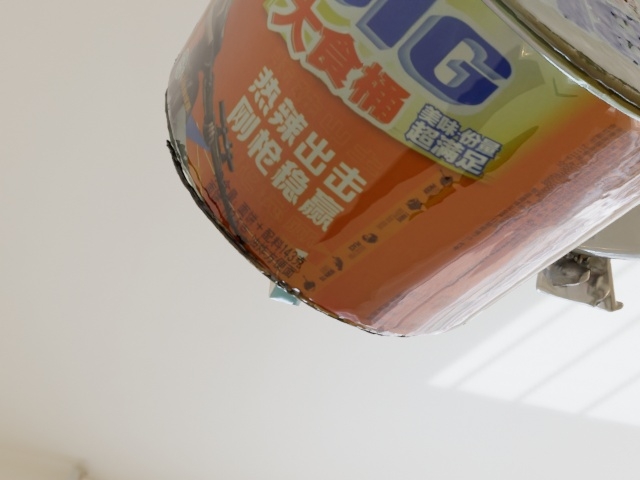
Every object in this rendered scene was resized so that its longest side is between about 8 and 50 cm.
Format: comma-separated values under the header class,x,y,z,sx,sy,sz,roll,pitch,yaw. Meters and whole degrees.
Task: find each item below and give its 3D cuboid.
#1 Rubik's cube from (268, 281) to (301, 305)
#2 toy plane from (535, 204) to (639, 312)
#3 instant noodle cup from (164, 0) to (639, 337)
class,x,y,z,sx,sy,sz,roll,pitch,yaw
Rubik's cube,0.001,0.002,0.782,0.073,0.084,0.075,12,-102,-61
toy plane,0.261,-0.041,1.171,0.117,0.245,0.244,-42,-35,-49
instant noodle cup,0.063,-0.094,0.705,0.214,0.296,0.296,-46,13,32
